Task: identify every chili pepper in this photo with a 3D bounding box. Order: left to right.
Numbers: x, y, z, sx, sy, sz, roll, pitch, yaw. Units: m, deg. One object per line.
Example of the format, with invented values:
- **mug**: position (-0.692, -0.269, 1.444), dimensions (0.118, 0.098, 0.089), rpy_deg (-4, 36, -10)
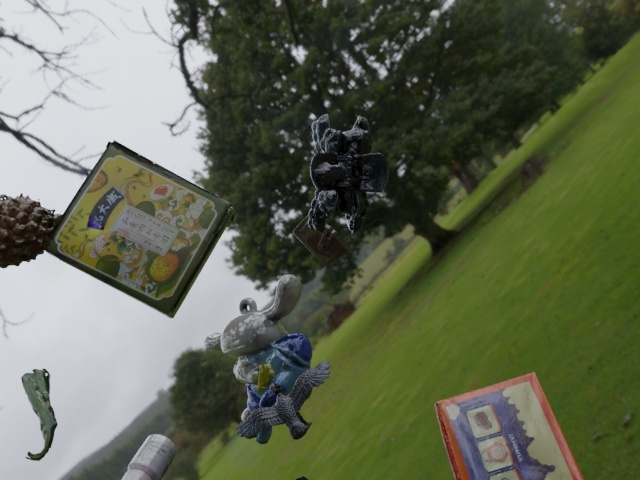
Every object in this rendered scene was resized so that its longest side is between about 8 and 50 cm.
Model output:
- **chili pepper**: position (-0.823, 0.491, 1.727), dimensions (0.085, 0.359, 0.076), rpy_deg (0, -66, -29)

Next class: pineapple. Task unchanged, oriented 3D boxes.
- **pineapple**: position (-0.680, -0.027, 1.330), dimensions (0.193, 0.166, 0.166), rpy_deg (-19, -13, -26)

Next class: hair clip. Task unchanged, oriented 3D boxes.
- **hair clip**: position (0.060, -0.168, 1.505), dimensions (0.195, 0.310, 0.206), rpy_deg (1, 3, -8)

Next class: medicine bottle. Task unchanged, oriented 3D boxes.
- **medicine bottle**: position (-0.254, 0.335, 0.872), dimensions (0.052, 0.052, 0.089), rpy_deg (-45, 9, 34)

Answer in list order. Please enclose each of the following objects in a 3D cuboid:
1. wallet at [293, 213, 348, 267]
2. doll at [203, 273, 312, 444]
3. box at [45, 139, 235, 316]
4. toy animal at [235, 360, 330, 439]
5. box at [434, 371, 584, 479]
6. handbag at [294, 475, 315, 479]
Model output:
- **wallet**: position (0.000, 0.000, 1.687), dimensions (0.118, 0.152, 0.039), rpy_deg (-45, -2, 41)
- **doll**: position (-0.135, 0.320, 1.544), dimensions (0.187, 0.365, 0.376), rpy_deg (-9, -23, -33)
- **box**: position (-0.519, -0.029, 1.731), dimensions (0.373, 0.420, 0.138), rpy_deg (-62, 1, -13)
- **toy animal**: position (-0.059, 0.304, 1.066), dimensions (0.220, 0.108, 0.062), rpy_deg (-35, -12, 7)
- **box**: position (0.449, 0.550, 1.372), dimensions (0.257, 0.318, 0.348), rpy_deg (-21, -42, 7)
- **handbag**: position (-0.196, 0.801, 1.592), dimensions (0.416, 0.316, 0.180), rpy_deg (-6, -25, 18)
